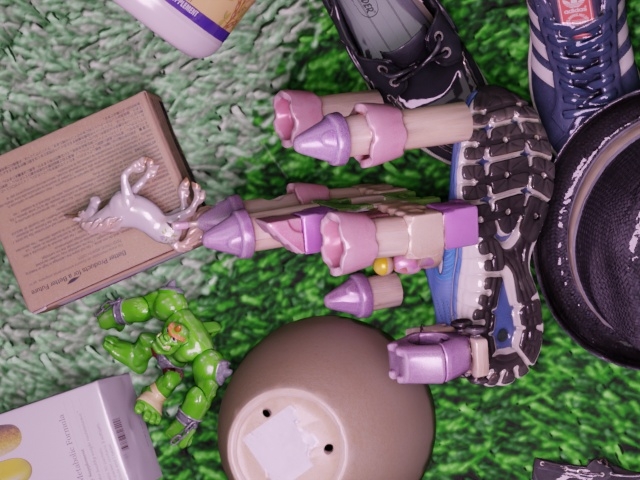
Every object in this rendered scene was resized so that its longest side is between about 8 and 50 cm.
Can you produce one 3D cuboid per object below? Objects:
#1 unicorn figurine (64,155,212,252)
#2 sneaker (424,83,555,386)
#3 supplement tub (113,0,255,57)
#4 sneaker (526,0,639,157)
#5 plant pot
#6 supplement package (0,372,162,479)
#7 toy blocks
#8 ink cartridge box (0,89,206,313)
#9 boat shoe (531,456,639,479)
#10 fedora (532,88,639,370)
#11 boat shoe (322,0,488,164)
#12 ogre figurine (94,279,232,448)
[{"bbox_3d":[-0.206,-0.038,1.767,0.162,0.060,0.111,29,92,7],"label":"unicorn figurine"},{"bbox_3d":[0.168,-0.010,1.734,0.129,0.147,0.330,0,98,-30],"label":"sneaker"},{"bbox_3d":[-0.124,-0.400,1.755,0.241,0.241,0.331,39,96,8],"label":"supplement tub"},{"bbox_3d":[0.287,-0.236,1.732,0.131,0.148,0.350,-11,88,9],"label":"sneaker"},{"bbox_3d":[-0.013,0.216,1.712,0.256,0.274,0.256,0,90,10],"label":"plant pot"},{"bbox_3d":[-0.334,0.262,1.835,0.244,0.134,0.139,-20,86,9],"label":"supplement package"},{"bbox_3d":[0.000,0.000,1.661,0.260,0.288,0.309,-9,102,-21],"label":"toy blocks"},{"bbox_3d":[-0.267,-0.044,1.851,0.234,0.088,0.193,-23,87,7],"label":"ink cartridge box"},{"bbox_3d":[0.311,0.268,1.772,0.142,0.049,0.040,-2,88,11],"label":"boat shoe"},{"bbox_3d":[0.383,0.004,1.674,0.334,0.152,0.334,1,105,5],"label":"fedora"},{"bbox_3d":[0.092,-0.232,1.781,0.127,0.113,0.340,-29,85,8],"label":"boat shoe"},{"bbox_3d":[-0.181,0.133,1.835,0.118,0.097,0.197,-42,50,18],"label":"ogre figurine"}]
